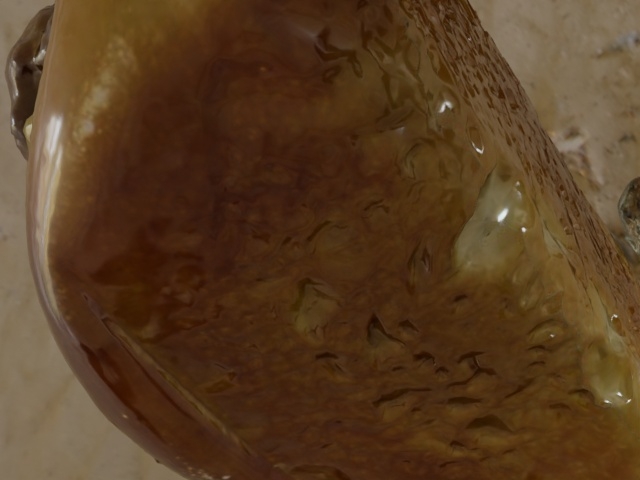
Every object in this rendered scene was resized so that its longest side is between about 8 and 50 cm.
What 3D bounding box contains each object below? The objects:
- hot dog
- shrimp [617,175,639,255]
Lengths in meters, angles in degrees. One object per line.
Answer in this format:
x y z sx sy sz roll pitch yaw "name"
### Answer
0.000 -0.001 0.597 0.223 0.405 0.185 -28 33 17 "hot dog"
0.320 -0.015 1.049 0.161 0.034 0.091 -3 104 47 "shrimp"
